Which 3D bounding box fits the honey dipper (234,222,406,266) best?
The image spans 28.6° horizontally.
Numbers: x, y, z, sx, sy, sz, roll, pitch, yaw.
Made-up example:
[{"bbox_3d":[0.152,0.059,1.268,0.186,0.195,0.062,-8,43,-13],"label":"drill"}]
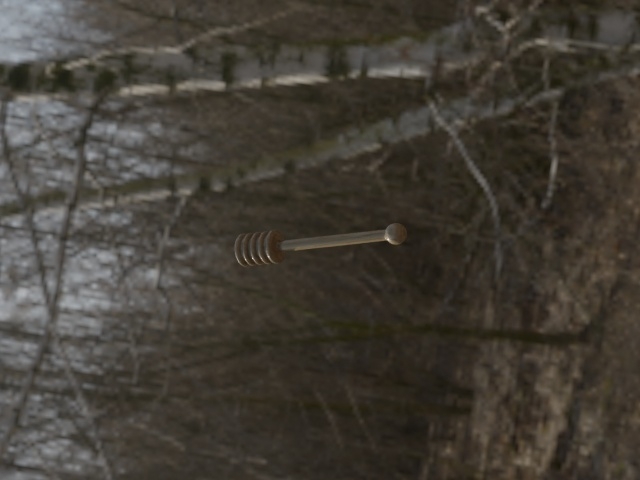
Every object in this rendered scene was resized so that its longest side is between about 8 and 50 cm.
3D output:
[{"bbox_3d":[0.000,0.000,1.076,0.030,0.161,0.030,21,-114,-57],"label":"honey dipper"}]
